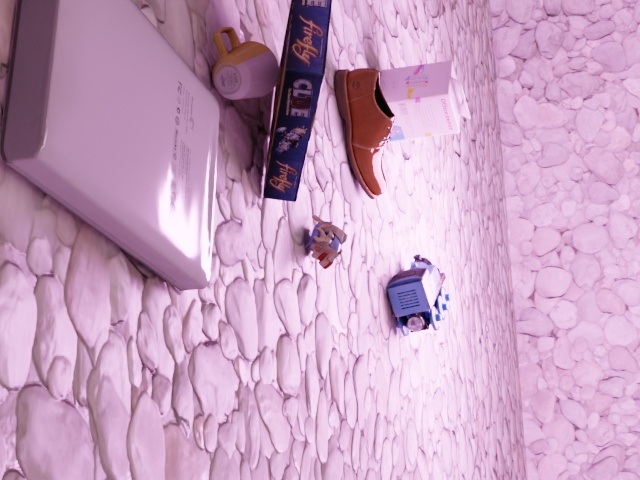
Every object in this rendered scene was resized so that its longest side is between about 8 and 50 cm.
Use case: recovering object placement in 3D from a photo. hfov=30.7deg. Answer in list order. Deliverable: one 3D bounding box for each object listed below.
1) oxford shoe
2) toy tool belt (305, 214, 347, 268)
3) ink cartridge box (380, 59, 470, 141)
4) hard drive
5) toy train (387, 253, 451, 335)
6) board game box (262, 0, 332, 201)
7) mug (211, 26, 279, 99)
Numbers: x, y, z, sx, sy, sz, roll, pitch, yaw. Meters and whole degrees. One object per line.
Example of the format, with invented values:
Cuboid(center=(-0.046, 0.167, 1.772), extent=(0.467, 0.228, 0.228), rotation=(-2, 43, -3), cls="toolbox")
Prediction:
Cuboid(center=(0.079, -0.158, 1.753), extent=(0.076, 0.076, 0.212), rotation=(-71, 152, -57), cls="oxford shoe")
Cuboid(center=(0.000, 0.000, 1.508), extent=(0.051, 0.052, 0.083), rotation=(46, 25, -12), cls="toy tool belt")
Cuboid(center=(0.179, -0.238, 1.980), extent=(0.092, 0.143, 0.090), rotation=(67, 24, -44), cls="ink cartridge box")
Cuboid(center=(-0.166, -0.099, 1.002), extent=(0.307, 0.040, 0.203), rotation=(47, 40, -62), cls="hard drive")
Cuboid(center=(0.168, 0.089, 1.959), extent=(0.184, 0.080, 0.105), rotation=(-49, 125, -67), cls="toy train")
Cuboid(center=(-0.026, -0.177, 1.309), extent=(0.243, 0.042, 0.165), rotation=(106, -9, -59), cls="board game box")
Cuboid(center=(-0.092, -0.185, 1.262), extent=(0.062, 0.078, 0.064), rotation=(-57, 170, 28), cls="mug")
